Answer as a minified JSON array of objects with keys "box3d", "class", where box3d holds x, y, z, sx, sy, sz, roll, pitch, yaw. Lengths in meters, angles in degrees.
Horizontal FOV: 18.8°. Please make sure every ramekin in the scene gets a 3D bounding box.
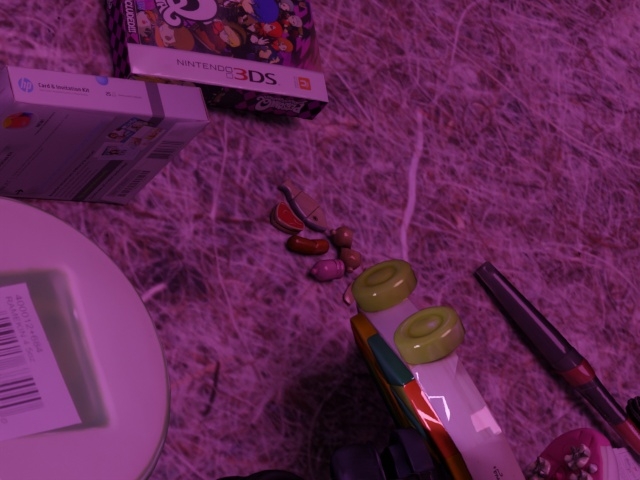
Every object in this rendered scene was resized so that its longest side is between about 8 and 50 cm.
[{"box3d":[-0.258,0.113,1.428,0.303,0.148,0.303,21,52,-29],"class":"ramekin"}]

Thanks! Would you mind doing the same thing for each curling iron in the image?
[{"box3d":[0.254,0.124,1.932,0.274,0.035,0.068,43,24,-4],"class":"curling iron"}]

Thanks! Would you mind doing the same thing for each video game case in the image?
[{"box3d":[-0.107,-0.233,1.839,0.210,0.042,0.232,7,60,-30],"class":"video game case"}]

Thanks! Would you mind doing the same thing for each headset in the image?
[{"box3d":[0.013,0.257,1.519,0.394,0.243,0.185,7,67,-66],"class":"headset"}]

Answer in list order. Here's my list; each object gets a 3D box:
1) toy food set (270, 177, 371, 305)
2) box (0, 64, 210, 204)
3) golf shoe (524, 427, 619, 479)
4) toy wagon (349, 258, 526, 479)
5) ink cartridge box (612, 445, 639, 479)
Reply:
[{"box3d":[0.000,0.000,1.808,0.122,0.019,0.078,44,44,-9],"class":"toy food set"},{"box3d":[-0.208,-0.083,1.599,0.186,0.145,0.038,2,60,-38],"class":"box"},{"box3d":[0.234,0.323,1.739,0.140,0.115,0.306,31,58,-34],"class":"golf shoe"},{"box3d":[0.102,0.147,1.663,0.068,0.344,0.267,-28,114,-6],"class":"toy wagon"},{"box3d":[0.291,0.275,1.874,0.179,0.045,0.145,2,61,-60],"class":"ink cartridge box"}]
